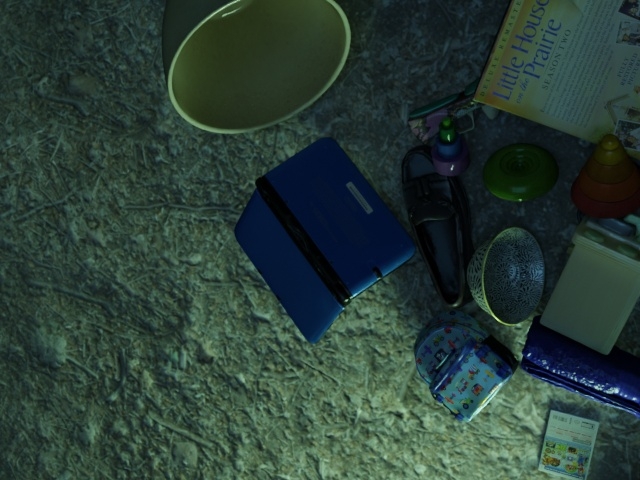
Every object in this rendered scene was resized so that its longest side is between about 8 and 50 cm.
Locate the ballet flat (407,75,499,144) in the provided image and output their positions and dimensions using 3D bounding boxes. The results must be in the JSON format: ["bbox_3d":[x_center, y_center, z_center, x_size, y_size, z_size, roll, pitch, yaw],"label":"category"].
[{"bbox_3d":[0.260,-0.235,1.532,0.221,0.077,0.079,-27,107,23],"label":"ballet flat"}]

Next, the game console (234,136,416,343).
[{"bbox_3d":[0.000,0.000,1.658,0.250,0.173,0.293,-34,73,-9],"label":"game console"}]

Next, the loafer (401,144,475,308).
[{"bbox_3d":[0.215,-0.024,1.566,0.109,0.095,0.303,-16,94,23],"label":"loafer"}]

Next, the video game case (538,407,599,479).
[{"bbox_3d":[0.453,0.375,1.598,0.087,0.011,0.122,12,103,17],"label":"video game case"}]

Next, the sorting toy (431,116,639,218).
[{"bbox_3d":[0.350,-0.145,1.434,0.365,0.127,0.126,14,144,27],"label":"sorting toy"}]

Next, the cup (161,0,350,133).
[{"bbox_3d":[-0.143,-0.389,1.540,0.331,0.331,0.237,-37,59,21],"label":"cup"}]

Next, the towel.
[{"bbox_3d":[0.481,0.226,1.444,0.308,0.227,0.076,24,100,15],"label":"towel"}]

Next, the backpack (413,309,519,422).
[{"bbox_3d":[0.250,0.220,1.589,0.173,0.117,0.158,45,110,10],"label":"backpack"}]

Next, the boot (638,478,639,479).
[{"bbox_3d":[0.619,0.561,1.504,0.260,0.131,0.348,31,119,19],"label":"boot"}]

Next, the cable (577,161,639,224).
[{"bbox_3d":[0.516,-0.047,1.488,0.150,0.047,0.184,-39,90,26],"label":"cable"}]

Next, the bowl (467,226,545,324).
[{"bbox_3d":[0.311,0.060,1.535,0.080,0.170,0.170,3,102,51],"label":"bowl"}]

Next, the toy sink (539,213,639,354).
[{"bbox_3d":[0.466,0.037,1.423,0.131,0.153,0.234,26,118,16],"label":"toy sink"}]

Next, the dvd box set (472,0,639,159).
[{"bbox_3d":[0.493,-0.298,1.395,0.420,0.062,0.308,20,105,4],"label":"dvd box set"}]
